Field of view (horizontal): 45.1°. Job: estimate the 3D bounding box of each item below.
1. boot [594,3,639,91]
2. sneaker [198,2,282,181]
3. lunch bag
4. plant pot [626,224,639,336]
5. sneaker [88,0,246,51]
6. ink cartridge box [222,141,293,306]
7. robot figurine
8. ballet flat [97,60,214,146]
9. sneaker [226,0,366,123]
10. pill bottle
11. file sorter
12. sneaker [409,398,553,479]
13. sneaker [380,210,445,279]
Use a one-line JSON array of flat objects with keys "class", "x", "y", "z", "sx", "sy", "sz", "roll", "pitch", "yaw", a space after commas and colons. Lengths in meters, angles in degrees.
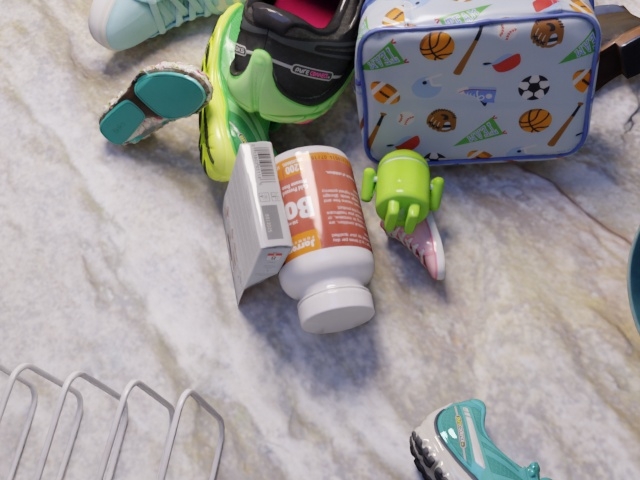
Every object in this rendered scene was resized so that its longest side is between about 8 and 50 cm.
[{"class": "boot", "x": 0.346, "y": -0.252, "z": 1.055, "sx": 0.219, "sy": 0.082, "sz": 0.106, "roll": -18, "pitch": 44, "yaw": 6}, {"class": "sneaker", "x": -0.108, "y": -0.204, "z": 1.090, "sx": 0.124, "sy": 0.109, "sz": 0.295, "roll": 7, "pitch": 61, "yaw": -19}, {"class": "lunch bag", "x": 0.184, "y": -0.198, "z": 0.961, "sx": 0.304, "sy": 0.243, "sz": 0.114, "roll": -1, "pitch": 47, "yaw": 8}, {"class": "plant pot", "x": 0.508, "y": 0.037, "z": 0.811, "sx": 0.196, "sy": 0.290, "sz": 0.290, "roll": -18, "pitch": 60, "yaw": -39}, {"class": "sneaker", "x": -0.171, "y": -0.390, "z": 1.145, "sx": 0.366, "sy": 0.135, "sz": 0.150, "roll": -41, "pitch": 63, "yaw": -9}, {"class": "ink cartridge box", "x": -0.083, "y": -0.015, "z": 0.963, "sx": 0.045, "sy": 0.179, "sz": 0.145, "roll": -6, "pitch": 65, "yaw": -16}, {"class": "robot figurine", "x": 0.102, "y": -0.064, "z": 0.953, "sx": 0.101, "sy": 0.067, "sz": 0.115, "roll": 6, "pitch": 55, "yaw": 0}, {"class": "ballet flat", "x": -0.223, "y": -0.200, "z": 1.054, "sx": 0.241, "sy": 0.091, "sz": 0.077, "roll": -13, "pitch": 36, "yaw": 42}, {"class": "sneaker", "x": 0.031, "y": -0.362, "z": 1.036, "sx": 0.185, "sy": 0.202, "sz": 0.482, "roll": 19, "pitch": 55, "yaw": 5}, {"class": "pill bottle", "x": 0.000, "y": 0.000, "z": 0.962, "sx": 0.121, "sy": 0.121, "sz": 0.216, "roll": -14, "pitch": 66, "yaw": 3}, {"class": "file sorter", "x": -0.266, "y": 0.245, "z": 0.865, "sx": 0.278, "sy": 0.192, "sz": 0.173, "roll": 7, "pitch": 66, "yaw": 11}, {"class": "sneaker", "x": 0.210, "y": 0.291, "z": 0.823, "sx": 0.110, "sy": 0.107, "sz": 0.275, "roll": -29, "pitch": 66, "yaw": -14}, {"class": "sneaker", "x": 0.116, "y": -0.004, "z": 0.984, "sx": 0.070, "sy": 0.051, "sz": 0.134, "roll": -12, "pitch": 60, "yaw": 0}]
